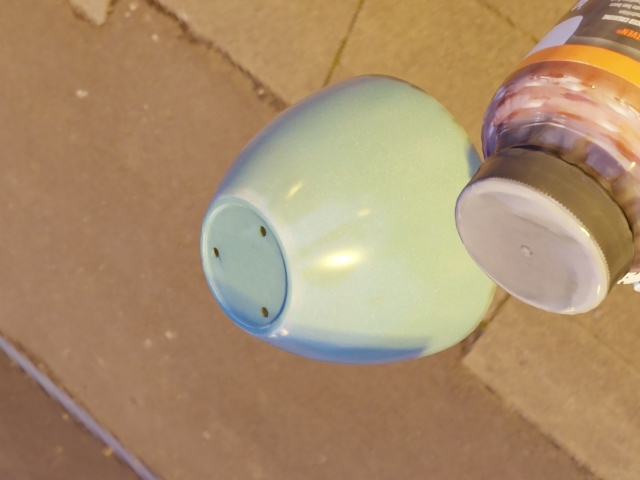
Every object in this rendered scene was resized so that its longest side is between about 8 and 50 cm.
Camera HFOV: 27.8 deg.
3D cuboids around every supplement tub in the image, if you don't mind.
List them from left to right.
[{"bbox_3d":[0.139,-0.059,0.546,0.106,0.198,0.106,31,149,21],"label":"supplement tub"}]

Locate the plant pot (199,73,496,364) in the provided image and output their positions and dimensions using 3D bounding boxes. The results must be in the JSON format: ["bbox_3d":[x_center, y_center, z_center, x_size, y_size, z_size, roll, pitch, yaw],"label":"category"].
[{"bbox_3d":[0.000,0.000,1.247,0.290,0.195,0.290,22,121,43],"label":"plant pot"}]

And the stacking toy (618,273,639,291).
[{"bbox_3d":[0.265,-0.086,0.935,0.052,0.167,0.221,16,139,-27],"label":"stacking toy"}]
